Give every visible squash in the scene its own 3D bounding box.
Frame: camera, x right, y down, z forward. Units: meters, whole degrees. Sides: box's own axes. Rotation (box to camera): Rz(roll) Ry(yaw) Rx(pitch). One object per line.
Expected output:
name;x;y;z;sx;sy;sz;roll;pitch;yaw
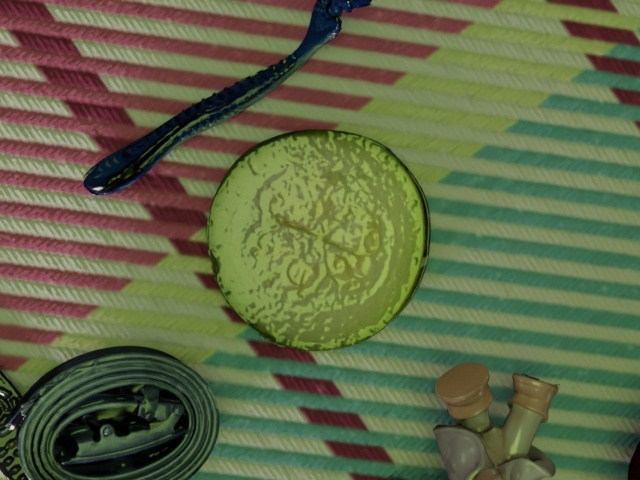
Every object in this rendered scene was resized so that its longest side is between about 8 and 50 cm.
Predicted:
squash;-0.001;0.000;1.274;0.219;0.041;0.219;-1;93;-10

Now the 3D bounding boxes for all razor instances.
razor;-0.087;-0.140;1.255;0.324;0.093;0.056;-39;130;1

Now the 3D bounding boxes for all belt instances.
belt;-0.194;0.173;1.228;0.190;0.082;0.141;-13;92;-15

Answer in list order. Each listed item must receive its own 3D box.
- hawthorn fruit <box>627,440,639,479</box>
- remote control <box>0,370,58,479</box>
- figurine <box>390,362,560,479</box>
hawthorn fruit;0.380;0.248;1.237;0.266;0.210;0.230;-28;107;10
remote control;-0.328;0.140;1.253;0.063;0.025;0.245;-38;94;-4
figurine;0.146;0.253;1.239;0.133;0.200;0.276;6;98;-44
